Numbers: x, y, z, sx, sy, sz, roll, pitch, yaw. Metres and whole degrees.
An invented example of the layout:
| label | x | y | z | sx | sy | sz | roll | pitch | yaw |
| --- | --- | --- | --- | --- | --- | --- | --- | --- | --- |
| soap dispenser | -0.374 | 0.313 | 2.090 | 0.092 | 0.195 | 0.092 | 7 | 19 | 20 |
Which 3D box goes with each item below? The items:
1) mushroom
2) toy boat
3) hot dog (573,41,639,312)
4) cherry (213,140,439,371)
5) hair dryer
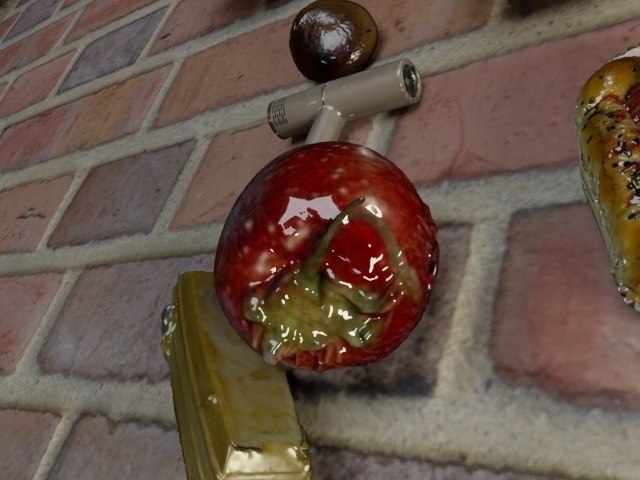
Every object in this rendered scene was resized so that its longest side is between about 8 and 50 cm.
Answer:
| label | x | y | z | sx | sy | sz | roll | pitch | yaw |
| --- | --- | --- | --- | --- | --- | --- | --- | --- | --- |
| mushroom | 0.014 | -0.261 | 0.907 | 0.123 | 0.052 | 0.123 | -5 | 76 | 19 |
| toy boat | -0.086 | 0.142 | 0.626 | 0.310 | 0.089 | 0.115 | -122 | 42 | -51 |
| hot dog | 0.262 | -0.057 | 0.504 | 0.144 | 0.075 | 0.268 | -23 | 41 | 30 |
| cherry | 0.000 | 0.000 | 0.610 | 0.250 | 0.175 | 0.192 | -114 | 41 | -57 |
| hair dryer | 0.006 | -0.095 | 0.789 | 0.195 | 0.053 | 0.220 | -10 | 51 | 36 |
